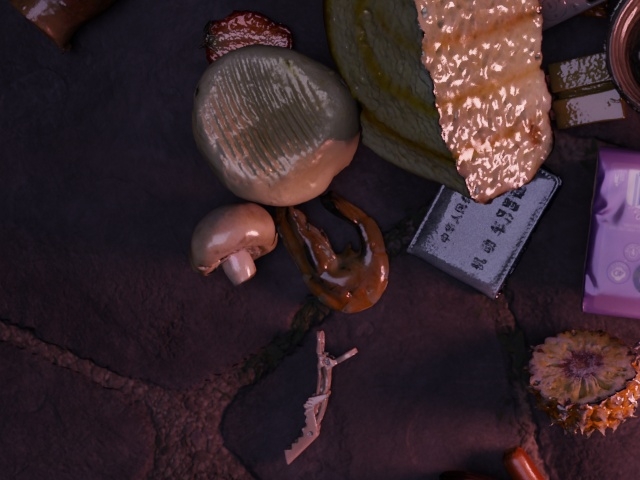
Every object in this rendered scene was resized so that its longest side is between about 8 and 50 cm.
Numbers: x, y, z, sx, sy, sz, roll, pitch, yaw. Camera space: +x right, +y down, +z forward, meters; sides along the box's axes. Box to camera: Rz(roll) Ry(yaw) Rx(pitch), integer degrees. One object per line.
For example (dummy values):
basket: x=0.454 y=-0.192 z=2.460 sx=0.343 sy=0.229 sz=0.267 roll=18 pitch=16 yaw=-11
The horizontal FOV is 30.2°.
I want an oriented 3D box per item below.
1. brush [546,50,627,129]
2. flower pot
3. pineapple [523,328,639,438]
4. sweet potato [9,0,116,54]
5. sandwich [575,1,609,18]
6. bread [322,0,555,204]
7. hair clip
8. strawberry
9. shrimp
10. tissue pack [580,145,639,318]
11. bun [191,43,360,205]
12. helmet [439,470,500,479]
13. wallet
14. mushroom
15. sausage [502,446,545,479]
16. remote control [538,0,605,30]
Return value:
brush: x=0.336 y=-0.212 z=1.786 sx=0.233 sy=0.047 sz=0.103 roll=-9 pitch=91 yaw=20
flower pot: x=0.520 y=-0.273 z=1.690 sx=0.235 sy=0.140 sz=0.235 roll=1 pitch=95 yaw=14
pineapple: x=0.398 y=0.232 z=1.765 sx=0.176 sy=0.161 sz=0.137 roll=-9 pitch=128 yaw=10
sweet potato: x=-0.344 y=-0.448 z=1.884 sx=0.337 sy=0.131 sz=0.131 roll=-40 pitch=84 yaw=13
sandwich: x=0.342 y=-0.408 z=1.748 sx=0.185 sy=0.109 sz=0.160 roll=-3 pitch=113 yaw=11
bread: x=0.158 y=-0.260 z=1.706 sx=0.264 sy=0.239 sz=0.395 roll=8 pitch=114 yaw=51
hair clip: x=-0.001 y=0.259 z=1.892 sx=0.072 sy=0.034 sz=0.226 roll=17 pitch=97 yaw=10
strawberry: x=-0.117 y=-0.311 z=1.880 sx=0.152 sy=0.048 sz=0.103 roll=3 pitch=88 yaw=2
shrimp: x=0.016 y=-0.006 z=1.861 sx=0.145 sy=0.059 sz=0.254 roll=-28 pitch=87 yaw=10
tissue pack: x=0.551 y=0.000 z=1.690 sx=0.338 sy=0.160 sz=0.242 roll=7 pitch=96 yaw=11
bun: x=-0.066 y=-0.170 z=1.821 sx=0.259 sy=0.160 sz=0.259 roll=-1 pitch=82 yaw=4
helmet: x=0.230 y=0.451 z=1.784 sx=0.216 sy=0.193 sz=0.189 roll=1 pitch=96 yaw=-30
wallet: x=0.249 y=-0.041 z=1.817 sx=0.167 sy=0.036 sz=0.222 roll=30 pitch=99 yaw=9
mushroom: x=-0.137 y=0.008 z=1.846 sx=0.154 sy=0.154 sz=0.122 roll=-24 pitch=82 yaw=13
sausage: x=0.324 y=0.376 z=1.822 sx=0.039 sy=0.041 sz=0.131 roll=-35 pitch=85 yaw=26
remote control: x=0.318 y=-0.335 z=1.716 sx=0.261 sy=0.029 sz=0.067 roll=-21 pitch=115 yaw=44
